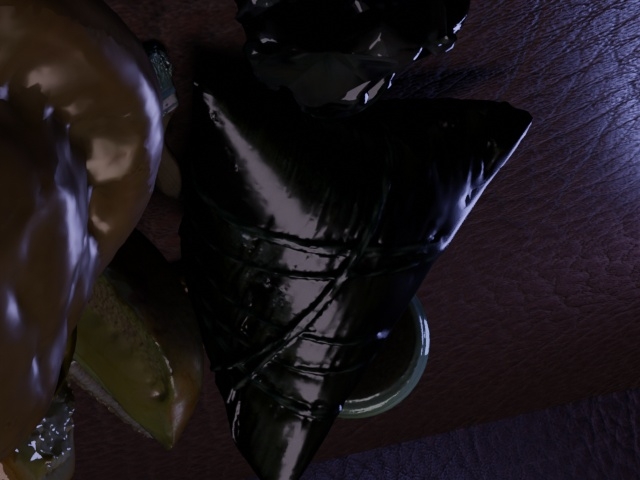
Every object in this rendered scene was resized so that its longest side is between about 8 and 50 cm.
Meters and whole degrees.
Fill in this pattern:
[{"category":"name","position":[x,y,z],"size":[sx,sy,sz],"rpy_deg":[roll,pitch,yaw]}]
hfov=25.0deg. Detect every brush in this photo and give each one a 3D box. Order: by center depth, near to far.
[{"category":"brush","position":[-0.138,-0.087,1.183],"size":[0.070,0.021,0.196],"rpy_deg":[-35,154,-13]}]

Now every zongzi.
[{"category":"zongzi","position":[-0.043,-0.018,1.284],"size":[0.362,0.319,0.383],"rpy_deg":[15,127,-45]}]

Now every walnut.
[{"category":"walnut","position":[-0.268,-0.040,0.770],"size":[0.384,0.383,0.383],"rpy_deg":[-14,163,-5]}]

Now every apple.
[{"category":"apple","position":[-0.190,0.044,1.315],"size":[0.120,0.265,0.193],"rpy_deg":[-41,166,-29]}]

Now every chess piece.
[{"category":"chess piece","position":[0.050,0.136,1.888],"size":[0.195,0.194,0.299],"rpy_deg":[-17,172,4]}]

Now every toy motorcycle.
[{"category":"toy motorcycle","position":[0.011,-0.173,1.005],"size":[0.159,0.106,0.270],"rpy_deg":[-24,150,14]}]

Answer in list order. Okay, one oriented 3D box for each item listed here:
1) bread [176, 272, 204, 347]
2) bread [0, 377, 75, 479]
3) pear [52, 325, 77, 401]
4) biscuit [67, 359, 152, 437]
[{"category":"bread","position":[-0.074,0.048,1.651],"size":[0.271,0.077,0.139],"rpy_deg":[-21,158,10]},{"category":"bread","position":[-0.380,0.204,1.472],"size":[0.270,0.211,0.315],"rpy_deg":[-28,167,-3]},{"category":"pear","position":[-0.368,0.065,1.200],"size":[0.285,0.336,0.285],"rpy_deg":[-50,156,-32]},{"category":"biscuit","position":[-0.236,0.119,1.622],"size":[0.078,0.144,0.426],"rpy_deg":[-29,161,-4]}]
